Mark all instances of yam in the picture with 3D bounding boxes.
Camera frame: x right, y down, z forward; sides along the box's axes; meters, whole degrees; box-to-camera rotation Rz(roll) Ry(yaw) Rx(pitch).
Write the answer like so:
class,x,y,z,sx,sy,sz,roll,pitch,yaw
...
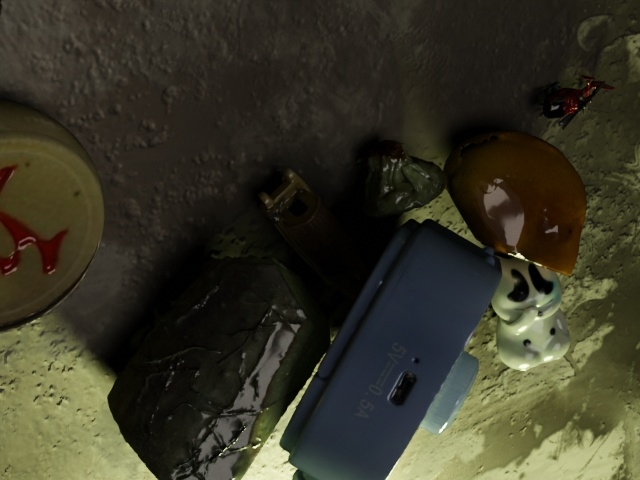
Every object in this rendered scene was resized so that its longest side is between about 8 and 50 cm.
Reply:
class,x,y,z,sx,sy,sz,roll,pitch,yaw
yam,-0.113,0.147,1.481,0.201,0.202,0.271,43,91,-7

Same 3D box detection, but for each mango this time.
class,x,y,z,sx,sy,sz,roll,pitch,yaw
mango,0.264,-0.062,1.690,0.236,0.136,0.166,20,87,-37

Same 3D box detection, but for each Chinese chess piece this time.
class,x,y,z,sx,sy,sz,roll,pitch,yaw
Chinese chess piece,-0.346,-0.024,1.278,0.249,0.103,0.250,-18,126,-28

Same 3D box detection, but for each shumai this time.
class,x,y,z,sx,sy,sz,roll,pitch,yaw
shumai,0.097,-0.087,1.586,0.124,0.099,0.087,-35,111,-46

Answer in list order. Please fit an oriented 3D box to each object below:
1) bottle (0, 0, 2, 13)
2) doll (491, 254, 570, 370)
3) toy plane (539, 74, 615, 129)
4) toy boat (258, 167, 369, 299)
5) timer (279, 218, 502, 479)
class,x,y,z,sx,sy,sz,roll,pitch,yaw
bottle,-0.364,-0.221,1.163,0.152,0.099,0.099,12,106,-44
doll,0.303,0.103,1.821,0.110,0.107,0.181,-16,126,-5
toy plane,0.351,-0.197,1.728,0.145,0.060,0.037,-32,130,-39
toy boat,0.000,0.000,1.554,0.068,0.088,0.226,-46,131,-8
timer,0.094,0.164,1.536,0.395,0.173,0.395,-60,176,-6
